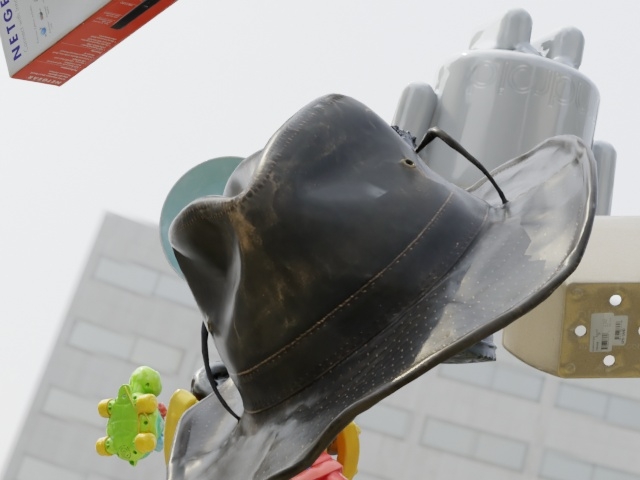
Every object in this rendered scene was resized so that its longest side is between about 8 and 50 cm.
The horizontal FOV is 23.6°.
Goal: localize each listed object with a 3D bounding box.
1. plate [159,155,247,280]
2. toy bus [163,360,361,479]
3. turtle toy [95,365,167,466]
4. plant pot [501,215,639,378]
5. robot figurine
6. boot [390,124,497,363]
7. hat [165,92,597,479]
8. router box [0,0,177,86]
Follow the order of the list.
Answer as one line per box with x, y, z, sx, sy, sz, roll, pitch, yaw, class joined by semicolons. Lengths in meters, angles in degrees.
-0.124;-0.021;2.053;0.188;0.188;0.024;11;-8;15;plate
-0.030;0.223;1.684;0.211;0.220;0.149;30;-50;41;toy bus
-0.232;0.223;1.954;0.095;0.130;0.066;-10;-19;37;turtle toy
0.199;0.048;1.112;0.109;0.109;0.096;0;19;-7;plant pot
0.213;-0.089;1.803;0.300;0.353;0.200;14;-10;-14;robot figurine
0.076;0.002;1.428;0.246;0.207;0.094;15;-14;-35;boot
0.000;0.000;0.849;0.134;0.331;0.331;53;-34;-10;hat
-0.281;-0.398;1.816;0.301;0.335;0.082;-30;-22;34;router box
